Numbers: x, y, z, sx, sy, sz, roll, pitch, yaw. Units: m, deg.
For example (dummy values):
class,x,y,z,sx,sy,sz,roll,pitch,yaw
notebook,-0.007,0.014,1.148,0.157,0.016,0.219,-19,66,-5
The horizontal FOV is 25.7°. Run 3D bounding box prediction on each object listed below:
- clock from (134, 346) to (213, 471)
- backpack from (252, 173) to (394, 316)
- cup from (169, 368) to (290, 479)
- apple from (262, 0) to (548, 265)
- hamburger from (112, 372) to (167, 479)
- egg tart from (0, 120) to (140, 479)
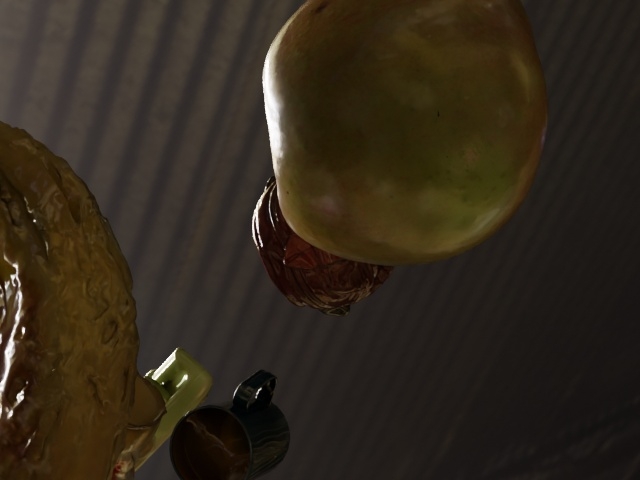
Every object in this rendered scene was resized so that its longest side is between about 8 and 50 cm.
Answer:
class,x,y,z,sx,sy,sz,roll,pitch,yaw
clock,-0.307,0.312,2.158,0.235,0.096,0.308,-44,1,44
backpack,-0.002,0.001,1.924,0.139,0.229,0.229,-27,-14,33
cup,-0.100,0.251,1.810,0.150,0.113,0.138,-38,-12,18
apple,0.075,-0.130,1.448,0.277,0.319,0.319,-8,-38,-11
hamburger,-0.373,0.237,1.862,0.186,0.303,0.261,-60,-6,13
egg tart,-0.294,0.115,1.115,0.443,0.443,0.178,-52,-33,12
